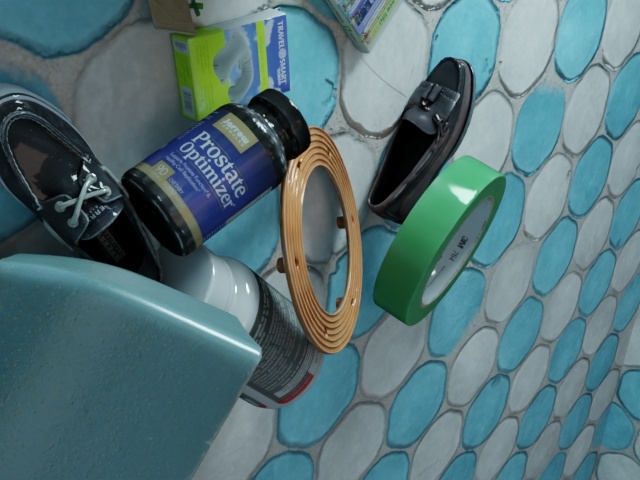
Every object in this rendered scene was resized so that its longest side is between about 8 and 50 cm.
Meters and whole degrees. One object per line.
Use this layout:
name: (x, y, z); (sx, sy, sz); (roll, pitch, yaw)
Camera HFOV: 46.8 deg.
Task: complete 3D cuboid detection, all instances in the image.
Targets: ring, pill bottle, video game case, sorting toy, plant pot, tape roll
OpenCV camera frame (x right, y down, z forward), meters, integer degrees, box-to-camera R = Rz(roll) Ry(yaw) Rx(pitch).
ring: (0.000, 0.000, 1.095); (0.336, 0.032, 0.336); (-6, 90, -70)
pill bottle: (-0.125, 0.120, 1.031); (0.161, 0.161, 0.283); (-56, 141, -10)
pill bottle: (-0.121, -0.090, 0.905); (0.219, 0.123, 0.123); (-40, 136, -21)
video game case: (0.077, -0.416, 1.076); (0.212, 0.023, 0.193); (-58, 141, -9)
sorting toy: (-0.166, -0.267, 0.867); (0.083, 0.012, 0.062); (-8, 76, -47)
plant pot: (-0.240, 0.137, 0.737); (0.252, 0.248, 0.247); (32, 85, -12)
tape roll: (0.219, 0.003, 1.345); (0.321, 0.077, 0.321); (-47, 158, -26)

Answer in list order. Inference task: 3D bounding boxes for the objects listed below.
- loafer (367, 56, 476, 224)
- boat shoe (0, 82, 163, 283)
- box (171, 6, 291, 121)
loafer: (0.170, -0.171, 1.255); (0.095, 0.109, 0.302); (11, 105, -46)
boat shoe: (-0.269, -0.042, 0.824); (0.108, 0.102, 0.301); (-45, 138, -22)
box: (-0.103, -0.231, 0.958); (0.178, 0.042, 0.109); (-28, 130, -36)
